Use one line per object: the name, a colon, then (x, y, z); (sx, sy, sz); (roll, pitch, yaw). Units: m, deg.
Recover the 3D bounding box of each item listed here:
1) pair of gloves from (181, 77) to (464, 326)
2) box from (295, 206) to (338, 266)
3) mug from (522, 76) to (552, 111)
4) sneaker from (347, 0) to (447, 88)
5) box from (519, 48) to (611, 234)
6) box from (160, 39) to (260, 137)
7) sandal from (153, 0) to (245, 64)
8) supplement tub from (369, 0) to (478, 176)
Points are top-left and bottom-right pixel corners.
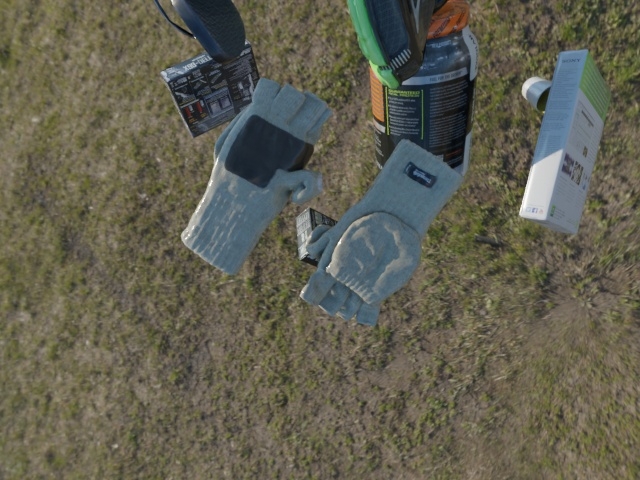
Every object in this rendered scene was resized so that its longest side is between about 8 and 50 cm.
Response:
pair of gloves: (-0.005, -0.034, 0.478); (0.240, 0.042, 0.204); (25, 103, 1)
box: (0.000, 0.000, 1.567); (0.078, 0.147, 0.180); (-37, 45, 33)
mug: (0.467, -0.313, 0.995); (0.078, 0.062, 0.064); (93, 155, -45)
sneaker: (0.171, -0.435, 0.653); (0.202, 0.185, 0.482); (10, 71, 33)
box: (0.506, -0.184, 0.944); (0.059, 0.232, 0.321); (17, 94, 42)
box: (-0.357, -0.526, 1.599); (0.308, 0.242, 0.076); (-31, 57, -12)
sandal: (-0.185, -0.327, 0.586); (0.054, 0.097, 0.254); (-35, 92, 36)
supplement tub: (0.207, -0.289, 0.939); (0.207, 0.207, 0.337); (19, 137, 30)
